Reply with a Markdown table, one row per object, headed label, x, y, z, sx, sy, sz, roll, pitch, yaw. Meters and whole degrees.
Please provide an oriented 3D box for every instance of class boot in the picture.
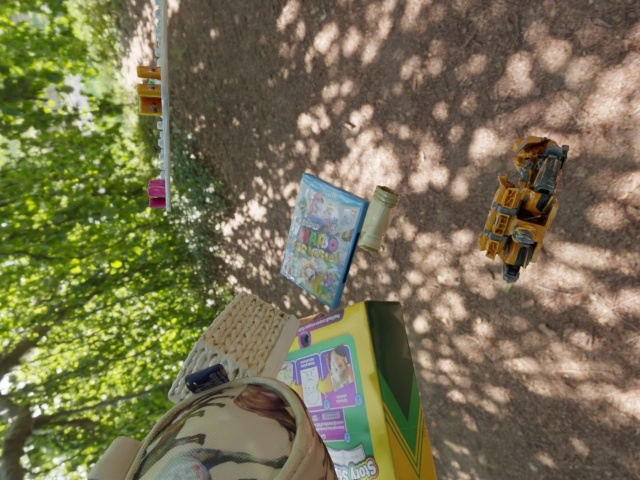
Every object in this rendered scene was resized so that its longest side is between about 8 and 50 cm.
| label | x | y | z | sx | sy | sz | roll | pitch | yaw |
| --- | --- | --- | --- | --- | --- | --- | --- | --- | --- |
| boot | 0.183 | -0.081 | 1.358 | 0.262 | 0.095 | 0.204 | -71 | 0 | -79 |

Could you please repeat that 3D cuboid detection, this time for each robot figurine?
| label | x | y | z | sx | sy | sz | roll | pitch | yaw |
| --- | --- | --- | --- | --- | --- | --- | --- | --- | --- |
| robot figurine | 0.314 | -0.061 | 0.645 | 0.084 | 0.291 | 0.211 | 19 | 121 | 22 |

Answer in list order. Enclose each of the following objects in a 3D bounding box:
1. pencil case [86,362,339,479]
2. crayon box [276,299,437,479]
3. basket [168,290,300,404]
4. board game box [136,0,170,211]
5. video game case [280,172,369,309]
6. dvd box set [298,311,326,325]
| label | x | y | z | sx | sy | sz | roll | pitch | yaw |
| --- | --- | --- | --- | --- | --- | --- | --- | --- | --- |
| pencil case | -0.049 | 0.325 | 0.422 | 0.183 | 0.160 | 0.411 | -3 | 120 | 22 |
| crayon box | 0.027 | 0.318 | 0.818 | 0.362 | 0.105 | 0.314 | -31 | 60 | 45 |
| basket | -0.108 | 0.156 | 0.548 | 0.103 | 0.167 | 0.113 | 31 | 108 | 1 |
| board game box | -0.343 | -0.320 | 0.863 | 0.390 | 0.050 | 0.391 | 126 | 139 | -59 |
| video game case | 0.000 | 0.000 | 0.600 | 0.119 | 0.015 | 0.167 | 31 | 116 | 35 |
| dvd box set | -0.059 | 0.380 | 1.163 | 0.420 | 0.062 | 0.308 | -26 | 92 | 49 |
